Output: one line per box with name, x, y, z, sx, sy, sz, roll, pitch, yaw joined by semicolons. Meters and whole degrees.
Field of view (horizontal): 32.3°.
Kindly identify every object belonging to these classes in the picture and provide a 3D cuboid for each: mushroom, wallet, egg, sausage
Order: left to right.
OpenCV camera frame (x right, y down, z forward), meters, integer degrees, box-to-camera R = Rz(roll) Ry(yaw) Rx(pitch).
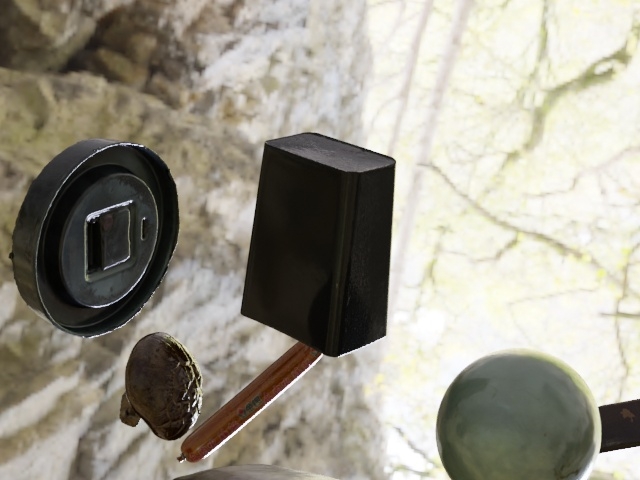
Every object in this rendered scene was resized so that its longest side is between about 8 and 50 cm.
mushroom;-0.174;0.163;1.228;0.085;0.109;0.126;21;160;30
sausage;-0.122;0.287;1.992;0.053;0.348;0.053;49;180;0
egg;0.229;0.213;1.266;0.182;0.183;0.264;8;-174;21
wallet;0.548;0.329;1.961;0.176;0.095;0.026;-16;141;21

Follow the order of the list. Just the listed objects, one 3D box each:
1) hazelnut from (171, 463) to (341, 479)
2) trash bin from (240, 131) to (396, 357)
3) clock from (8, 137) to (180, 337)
hazelnut;-0.040;0.472;1.432;0.402;0.402;0.429;10;158;-8
trash bin;0.000;0.000;1.332;0.165;0.226;0.115;22;-153;37
clock;-0.339;-0.007;1.692;0.061;0.313;0.312;18;180;31
